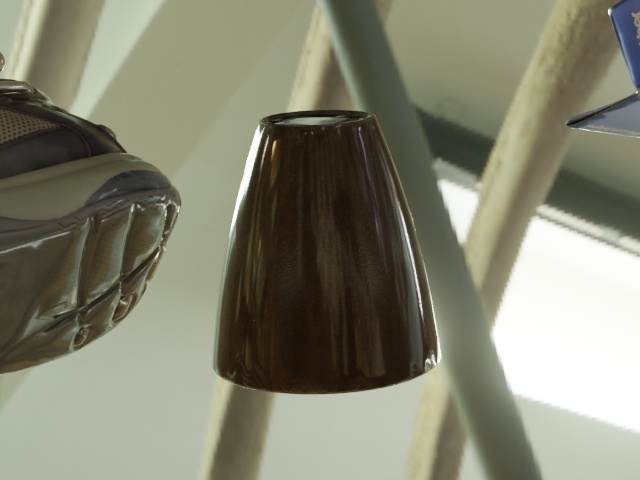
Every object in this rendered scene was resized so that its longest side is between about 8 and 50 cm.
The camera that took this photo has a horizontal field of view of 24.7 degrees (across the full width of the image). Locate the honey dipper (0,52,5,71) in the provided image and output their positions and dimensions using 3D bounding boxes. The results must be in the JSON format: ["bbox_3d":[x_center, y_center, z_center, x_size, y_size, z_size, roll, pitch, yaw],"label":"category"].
[{"bbox_3d":[-0.248,-0.055,0.962,0.030,0.161,0.030,19,-14,5],"label":"honey dipper"}]

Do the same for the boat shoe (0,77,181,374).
[{"bbox_3d":[-0.220,0.004,0.601,0.355,0.130,0.132,-11,-41,-51],"label":"boat shoe"}]

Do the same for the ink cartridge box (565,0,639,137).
[{"bbox_3d":[0.292,-0.140,0.775,0.185,0.065,0.311,0,-24,-43],"label":"ink cartridge box"}]

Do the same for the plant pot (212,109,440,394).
[{"bbox_3d":[0.000,0.000,1.350,0.215,0.215,0.230,-4,-77,-3],"label":"plant pot"}]
